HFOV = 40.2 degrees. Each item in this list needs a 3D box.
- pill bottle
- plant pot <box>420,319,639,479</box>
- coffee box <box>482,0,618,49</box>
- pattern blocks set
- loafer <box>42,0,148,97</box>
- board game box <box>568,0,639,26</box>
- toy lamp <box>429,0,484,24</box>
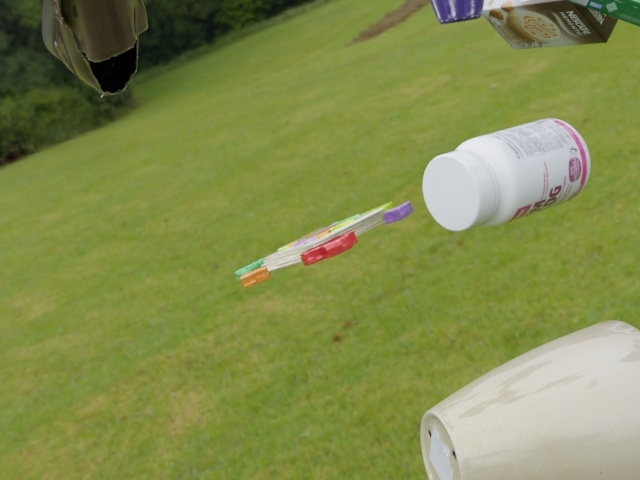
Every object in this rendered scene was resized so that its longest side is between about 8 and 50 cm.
[{"bbox_3d":[0.327,-0.114,1.542,0.283,0.160,0.160,-18,11,-33],"label":"pill bottle"},{"bbox_3d":[0.277,0.252,1.112,0.274,0.256,0.256,-10,10,-15],"label":"plant pot"},{"bbox_3d":[0.461,-0.471,1.765,0.247,0.141,0.098,12,70,55],"label":"coffee box"},{"bbox_3d":[0.000,0.000,1.308,0.285,0.026,0.325,-28,5,-42],"label":"pattern blocks set"},{"bbox_3d":[-0.247,-0.286,1.017,0.134,0.130,0.366,-38,-5,-18],"label":"loafer"},{"bbox_3d":[0.591,-0.444,1.538,0.317,0.046,0.213,20,48,1],"label":"board game box"},{"bbox_3d":[0.137,-0.377,0.952,0.080,0.274,0.080,-7,13,2],"label":"toy lamp"}]
